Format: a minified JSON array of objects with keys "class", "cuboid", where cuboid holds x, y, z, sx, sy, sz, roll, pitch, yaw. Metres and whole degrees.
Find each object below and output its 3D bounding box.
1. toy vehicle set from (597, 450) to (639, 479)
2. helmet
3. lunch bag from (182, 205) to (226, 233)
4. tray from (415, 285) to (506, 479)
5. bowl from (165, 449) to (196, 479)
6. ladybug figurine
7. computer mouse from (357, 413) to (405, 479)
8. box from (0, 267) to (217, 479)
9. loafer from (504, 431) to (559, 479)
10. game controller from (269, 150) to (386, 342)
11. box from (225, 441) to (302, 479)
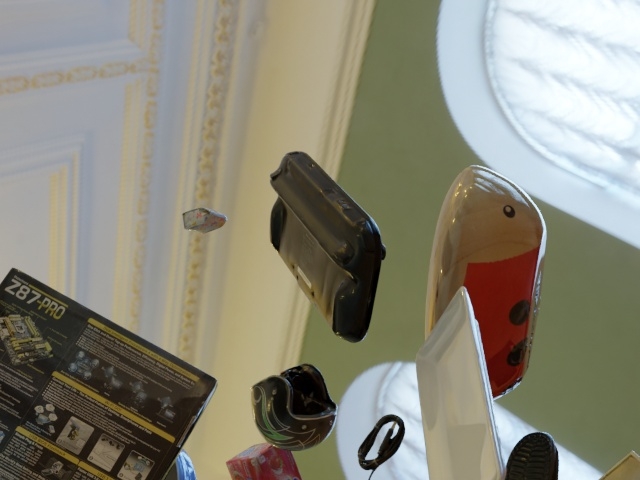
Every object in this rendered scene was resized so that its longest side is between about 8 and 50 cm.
[{"class":"toy vehicle set","cuboid":[0.519,0.459,1.398,0.166,0.035,0.267,-42,3,4]},{"class":"helmet","cuboid":[-0.053,0.343,1.680,0.170,0.161,0.169,-24,-10,-4]},{"class":"lunch bag","cuboid":[-0.273,-0.052,1.978,0.071,0.083,0.053,16,-117,-59]},{"class":"tray","cuboid":[0.159,0.193,0.945,0.030,0.270,0.145,14,-50,-12]},{"class":"bowl","cuboid":[-0.429,0.620,1.891,0.077,0.391,0.391,35,-92,-40]},{"class":"ladybug figurine","cuboid":[0.279,0.096,1.396,0.305,0.162,0.449,-51,-34,-53]},{"class":"computer mouse","cuboid":[0.053,0.333,1.088,0.041,0.071,0.242,53,-130,-42]},{"class":"box","cuboid":[-0.413,0.272,1.346,0.318,0.395,0.097,-61,-3,-18]},{"class":"loafer","cuboid":[0.341,0.418,1.336,0.078,0.080,0.219,30,-112,-46]},{"class":"game controller","cuboid":[0.000,0.000,1.115,0.067,0.319,0.166,-9,-62,-18]},{"class":"box","cuboid":[-0.122,0.655,2.147,0.123,0.128,0.256,-21,-91,-50]}]
